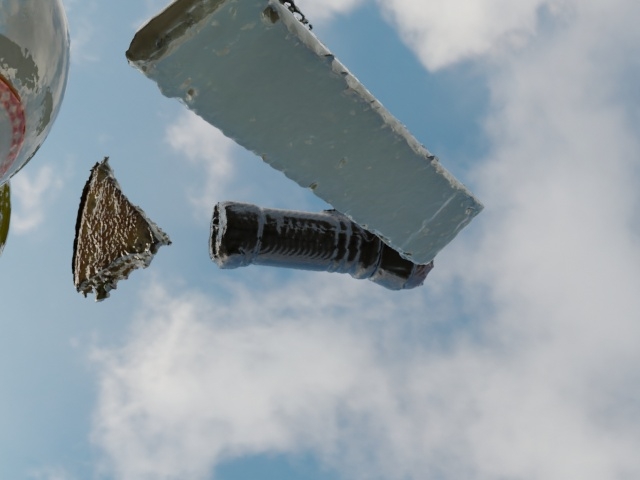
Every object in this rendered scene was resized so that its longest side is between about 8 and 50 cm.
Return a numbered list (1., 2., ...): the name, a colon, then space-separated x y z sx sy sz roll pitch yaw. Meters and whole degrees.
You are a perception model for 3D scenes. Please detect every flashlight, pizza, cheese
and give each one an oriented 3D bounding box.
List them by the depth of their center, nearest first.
1. cheese: 0.019 -0.059 0.614 0.085 0.400 0.034 -41 -120 9
2. flashlight: 0.000 0.000 0.966 0.232 0.093 0.093 8 -100 -20
3. pizza: -0.240 -0.008 1.151 0.195 0.052 0.185 10 -87 47

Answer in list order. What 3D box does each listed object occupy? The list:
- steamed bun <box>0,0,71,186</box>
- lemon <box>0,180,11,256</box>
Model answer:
1. steamed bun: -0.264 -0.095 0.574 0.232 0.232 0.145 -31 -117 14
2. lemon: -0.452 -0.038 0.929 0.316 0.285 0.285 26 -90 9
